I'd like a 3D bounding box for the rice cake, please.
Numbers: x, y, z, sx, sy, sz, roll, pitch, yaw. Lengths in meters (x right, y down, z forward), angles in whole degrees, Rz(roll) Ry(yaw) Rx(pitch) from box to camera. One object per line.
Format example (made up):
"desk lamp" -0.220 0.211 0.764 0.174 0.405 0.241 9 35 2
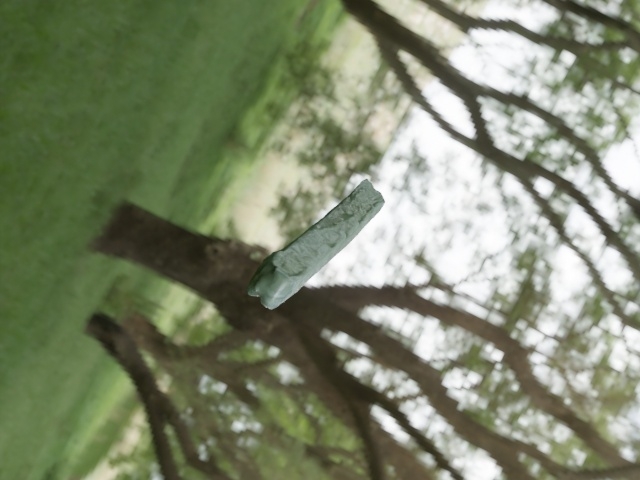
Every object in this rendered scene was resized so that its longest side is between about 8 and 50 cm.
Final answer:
"rice cake" 0.000 0.000 0.600 0.022 0.021 0.121 -51 176 31
